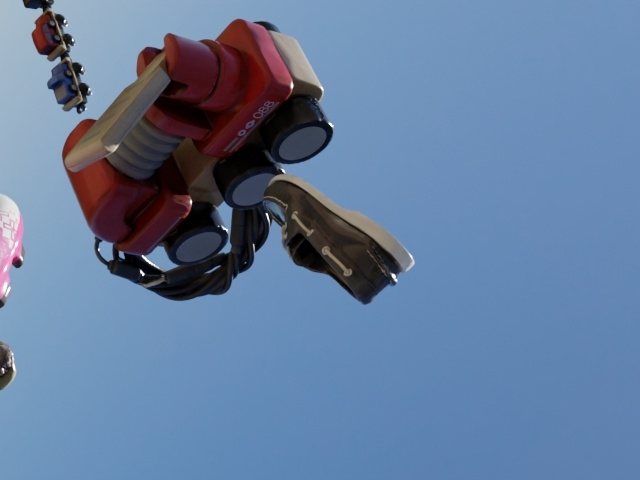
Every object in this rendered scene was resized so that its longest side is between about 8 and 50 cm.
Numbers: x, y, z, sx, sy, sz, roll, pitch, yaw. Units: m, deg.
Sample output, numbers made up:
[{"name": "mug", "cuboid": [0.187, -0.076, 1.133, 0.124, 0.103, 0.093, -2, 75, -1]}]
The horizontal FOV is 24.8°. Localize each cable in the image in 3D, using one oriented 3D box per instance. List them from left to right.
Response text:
[{"name": "cable", "cuboid": [-0.119, -0.015, 1.419, 0.184, 0.151, 0.047, -46, -151, 16]}]

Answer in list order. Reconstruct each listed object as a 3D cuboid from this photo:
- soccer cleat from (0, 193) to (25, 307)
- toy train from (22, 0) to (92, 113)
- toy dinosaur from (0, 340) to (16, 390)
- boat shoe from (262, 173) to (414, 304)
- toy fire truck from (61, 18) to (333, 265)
[{"name": "soccer cleat", "cuboid": [-0.310, 0.048, 0.895, 0.116, 0.143, 0.331, -11, -148, 41]}, {"name": "toy train", "cuboid": [-0.251, -0.190, 1.359, 0.027, 0.036, 0.158, -32, -109, 35]}, {"name": "toy dinosaur", "cuboid": [-0.231, 0.189, 0.835, 0.064, 0.118, 0.268, -8, -133, 32]}, {"name": "boat shoe", "cuboid": [0.000, 0.000, 0.788, 0.038, 0.046, 0.125, -46, -139, -11]}, {"name": "toy fire truck", "cuboid": [-0.136, -0.078, 1.169, 0.217, 0.246, 0.158, -43, -123, 28]}]
